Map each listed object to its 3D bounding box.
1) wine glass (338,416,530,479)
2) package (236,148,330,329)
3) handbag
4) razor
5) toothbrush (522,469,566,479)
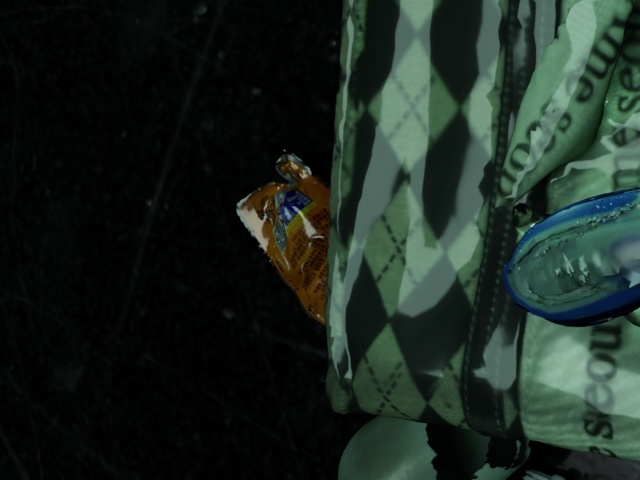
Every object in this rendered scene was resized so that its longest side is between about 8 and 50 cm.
[{"bbox_3d":[0.028,0.154,0.713,0.079,0.079,0.195,52,120,22],"label":"wine glass"},{"bbox_3d":[-0.001,0.001,0.754,0.077,0.033,0.111,-47,71,17],"label":"package"},{"bbox_3d":[0.200,-0.065,0.501,0.416,0.180,0.317,3,102,31],"label":"handbag"},{"bbox_3d":[0.194,-0.035,0.384,0.324,0.056,0.093,-21,80,28],"label":"razor"},{"bbox_3d":[0.098,0.262,0.704,0.025,0.020,0.286,16,101,42],"label":"toothbrush"}]
